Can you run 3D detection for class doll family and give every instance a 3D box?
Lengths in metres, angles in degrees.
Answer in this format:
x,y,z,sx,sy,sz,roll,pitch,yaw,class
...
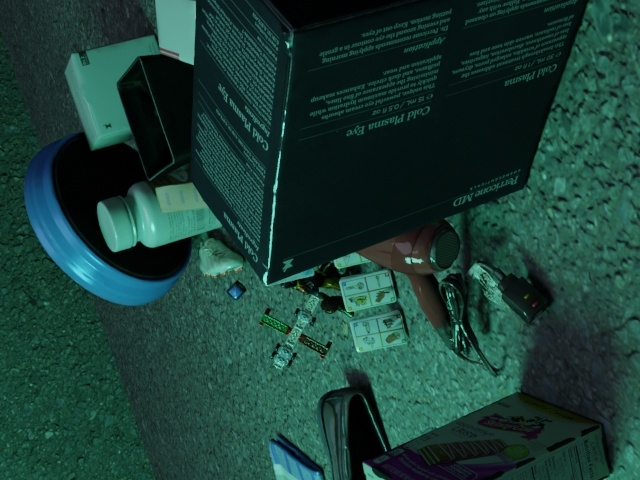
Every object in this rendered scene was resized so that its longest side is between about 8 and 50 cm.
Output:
x,y,z,sx,sy,sz,roll,pitch,yaw,class
-0.022,0.055,1.643,0.193,0.111,0.076,21,98,23,doll family

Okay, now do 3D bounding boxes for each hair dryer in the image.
x,y,z,sx,sy,sz,roll,pitch,yaw,class
0.119,0.053,1.303,0.293,0.080,0.224,41,147,11,hair dryer

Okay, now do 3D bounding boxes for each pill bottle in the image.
x,y,z,sx,sy,sz,roll,pitch,yaw,class
-0.310,-0.058,2.075,0.131,0.229,0.131,45,144,45,pill bottle

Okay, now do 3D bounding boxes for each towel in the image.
x,y,z,sx,sy,sz,roll,pitch,yaw,class
-0.029,0.555,2.155,0.209,0.034,0.285,23,127,59,towel

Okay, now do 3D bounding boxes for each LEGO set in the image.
x,y,z,sx,sy,sz,roll,pitch,yaw,class
-0.009,0.088,1.574,0.060,0.244,0.183,-61,-43,-78,LEGO set

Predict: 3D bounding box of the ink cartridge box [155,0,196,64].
x,y,z,sx,sy,sz,roll,pitch,yaw,class
-0.097,-0.304,1.452,0.158,0.217,0.092,30,127,57,ink cartridge box

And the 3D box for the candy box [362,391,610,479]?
x,y,z,sx,sy,sz,roll,pitch,yaw,class
0.189,0.262,1.221,0.159,0.233,0.071,14,119,61,candy box

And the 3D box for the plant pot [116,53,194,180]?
x,y,z,sx,sy,sz,roll,pitch,yaw,class
-0.235,-0.229,1.870,0.187,0.167,0.188,-18,90,67,plant pot

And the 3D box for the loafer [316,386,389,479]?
x,y,z,sx,sy,sz,roll,pitch,yaw,class
0.075,0.384,1.724,0.095,0.109,0.303,-36,71,61,loafer

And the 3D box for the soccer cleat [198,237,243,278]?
x,y,z,sx,sy,sz,roll,pitch,yaw,class
-0.207,0.032,2.127,0.196,0.068,0.076,177,78,-68,soccer cleat

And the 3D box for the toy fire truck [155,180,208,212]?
x,y,z,sx,sy,sz,roll,pitch,yaw,class
-0.126,-0.140,1.596,0.158,0.246,0.217,-25,84,66,toy fire truck

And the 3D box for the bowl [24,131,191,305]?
x,y,z,sx,sy,sz,roll,pitch,yaw,class
-0.426,-0.055,2.195,0.077,0.391,0.391,-35,71,29,bowl

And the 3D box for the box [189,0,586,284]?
x,y,z,sx,sy,sz,roll,pitch,yaw,class
0.059,-0.166,1.058,0.179,0.343,0.313,52,149,34,box

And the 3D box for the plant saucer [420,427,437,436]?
x,y,z,sx,sy,sz,roll,pitch,yaw,class
0.183,0.374,1.562,0.195,0.037,0.195,47,146,45,plant saucer

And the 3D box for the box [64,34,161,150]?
x,y,z,sx,sy,sz,roll,pitch,yaw,class
-0.404,-0.300,2.165,0.119,0.181,0.181,-24,85,68,box
